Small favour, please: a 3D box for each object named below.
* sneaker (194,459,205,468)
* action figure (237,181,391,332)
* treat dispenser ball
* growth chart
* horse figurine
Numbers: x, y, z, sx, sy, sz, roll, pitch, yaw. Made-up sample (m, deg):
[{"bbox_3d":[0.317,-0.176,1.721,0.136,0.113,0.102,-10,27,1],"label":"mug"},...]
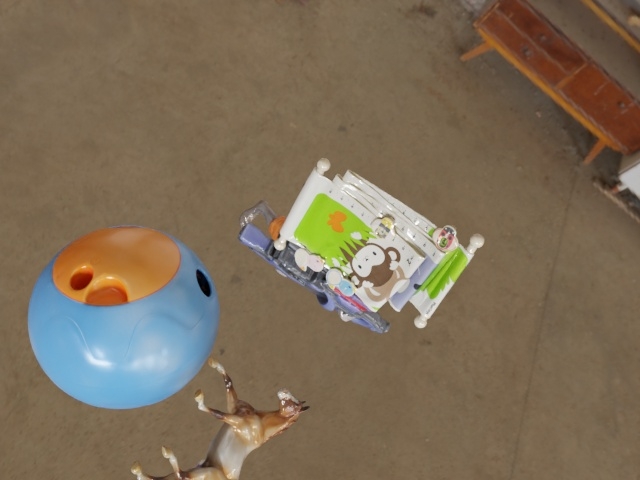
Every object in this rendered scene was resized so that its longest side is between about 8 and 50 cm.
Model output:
[{"bbox_3d":[-0.249,0.538,1.231,0.095,0.236,0.104,32,29,9],"label":"sneaker"},{"bbox_3d":[0.000,0.000,1.036,0.341,0.330,0.179,38,84,-41],"label":"action figure"},{"bbox_3d":[-0.306,0.118,0.983,0.288,0.288,0.288,14,58,-24],"label":"treat dispenser ball"},{"bbox_3d":[0.059,0.008,0.762,0.237,0.172,0.021,30,32,14],"label":"growth chart"},{"bbox_3d":[-0.148,0.296,0.878,0.174,0.066,0.263,49,63,-32],"label":"horse figurine"}]
